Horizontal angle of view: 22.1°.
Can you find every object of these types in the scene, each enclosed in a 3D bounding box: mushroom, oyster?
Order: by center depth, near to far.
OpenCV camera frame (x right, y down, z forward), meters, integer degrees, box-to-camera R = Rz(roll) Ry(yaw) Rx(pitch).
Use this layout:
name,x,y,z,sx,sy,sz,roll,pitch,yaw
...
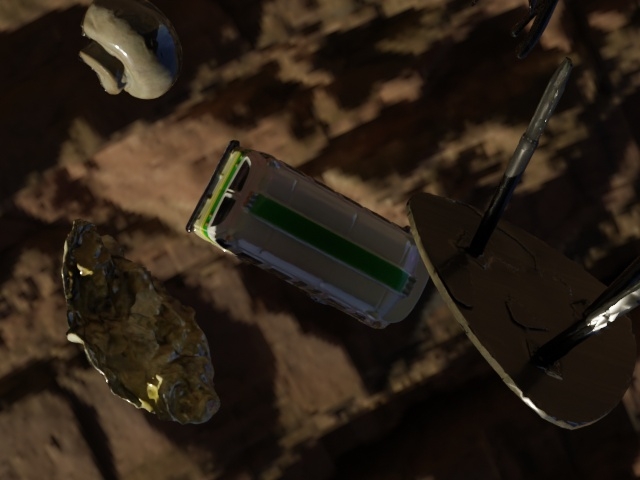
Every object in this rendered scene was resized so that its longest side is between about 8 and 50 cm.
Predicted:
name,x,y,z,sx,sy,sz,roll,pitch,yaw
oyster,-0.243,0.128,2.288,0.115,0.238,0.351,-46,-124,18
mushroom,-0.284,-0.302,2.550,0.117,0.188,0.141,11,-123,46

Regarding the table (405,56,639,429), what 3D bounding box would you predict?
name,x,y,z,sx,sy,sz,roll,pitch,yaw
table,0.294,0.005,1.678,0.249,0.317,0.317,-50,-165,30

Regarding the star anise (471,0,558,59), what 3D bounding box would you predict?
name,x,y,z,sx,sy,sz,roll,pitch,yaw
star anise,0.224,-0.351,1.915,0.237,0.346,0.148,1,-133,21

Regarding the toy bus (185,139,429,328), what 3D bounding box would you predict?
name,x,y,z,sx,sy,sz,roll,pitch,yaw
toy bus,0.000,0.000,2.139,0.143,0.305,0.179,-62,-161,-4
